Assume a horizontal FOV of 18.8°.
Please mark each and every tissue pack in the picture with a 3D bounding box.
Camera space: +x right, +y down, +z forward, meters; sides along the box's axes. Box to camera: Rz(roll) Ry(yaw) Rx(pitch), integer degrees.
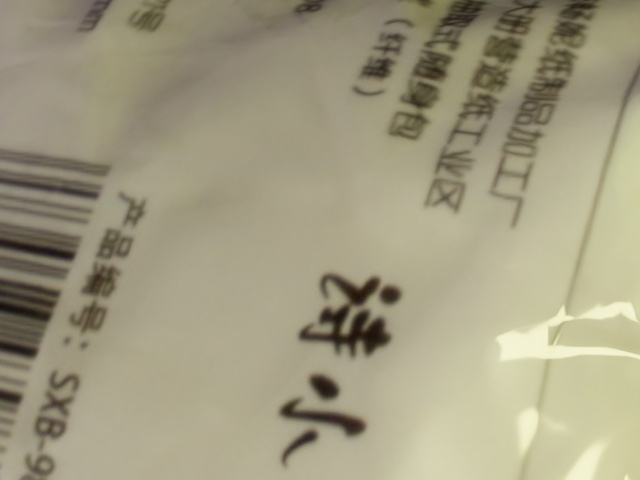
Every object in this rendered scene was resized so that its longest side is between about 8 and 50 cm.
[{"bbox_3d":[0.000,0.000,0.619,0.390,0.195,0.375,10,72,23],"label":"tissue pack"}]
